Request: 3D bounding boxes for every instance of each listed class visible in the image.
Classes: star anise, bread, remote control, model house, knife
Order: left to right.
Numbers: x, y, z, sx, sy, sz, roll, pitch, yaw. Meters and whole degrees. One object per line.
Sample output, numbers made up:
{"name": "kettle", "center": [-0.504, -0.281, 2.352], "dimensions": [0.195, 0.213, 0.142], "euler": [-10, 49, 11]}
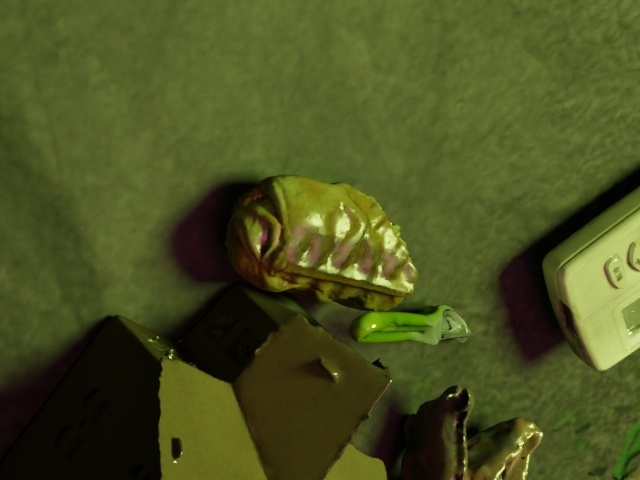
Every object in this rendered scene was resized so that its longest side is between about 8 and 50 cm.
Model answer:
{"name": "model house", "center": [-0.013, 0.141, 0.836], "dimensions": [0.181, 0.248, 0.176], "euler": [32, 96, -41]}
{"name": "bread", "center": [0.000, 0.000, 0.891], "dimensions": [0.110, 0.060, 0.066], "euler": [15, 131, -35]}
{"name": "knife", "center": [0.052, 0.047, 0.928], "dimensions": [0.022, 0.026, 0.184], "euler": [-45, 164, 13]}
{"name": "star anise", "center": [0.065, 0.192, 1.040], "dimensions": [0.172, 0.063, 0.208], "euler": [35, 90, -44]}
{"name": "remote control", "center": [0.236, -0.017, 1.036], "dimensions": [0.230, 0.049, 0.090], "euler": [-34, 129, -13]}
